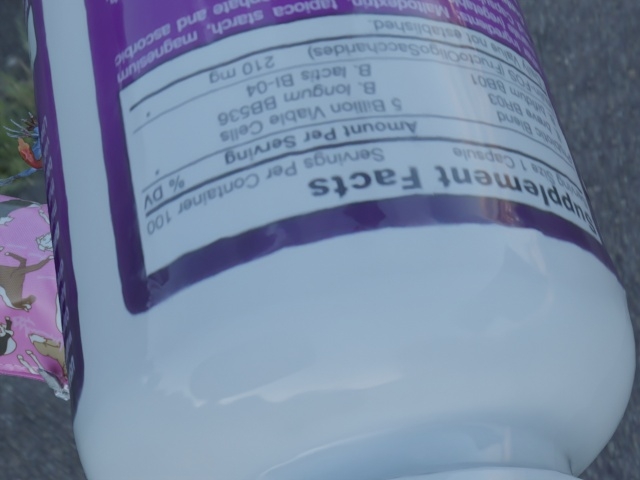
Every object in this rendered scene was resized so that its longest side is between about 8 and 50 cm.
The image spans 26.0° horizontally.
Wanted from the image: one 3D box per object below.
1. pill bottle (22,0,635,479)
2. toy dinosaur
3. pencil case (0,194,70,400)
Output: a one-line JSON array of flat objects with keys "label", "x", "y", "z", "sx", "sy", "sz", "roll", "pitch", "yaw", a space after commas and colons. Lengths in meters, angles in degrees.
[{"label": "pill bottle", "x": 0.000, "y": 0.000, "z": 0.441, "sx": 0.169, "sy": 0.169, "sz": 0.301, "roll": -17, "pitch": 59, "yaw": 7}, {"label": "toy dinosaur", "x": -0.217, "y": -0.076, "z": 1.089, "sx": 0.090, "sy": 0.047, "sz": 0.082, "roll": -17, "pitch": 23, "yaw": -17}, {"label": "pencil case", "x": -0.363, "y": 0.041, "z": 1.290, "sx": 0.386, "sy": 0.160, "sz": 0.167, "roll": 7, "pitch": 36, "yaw": 2}]
